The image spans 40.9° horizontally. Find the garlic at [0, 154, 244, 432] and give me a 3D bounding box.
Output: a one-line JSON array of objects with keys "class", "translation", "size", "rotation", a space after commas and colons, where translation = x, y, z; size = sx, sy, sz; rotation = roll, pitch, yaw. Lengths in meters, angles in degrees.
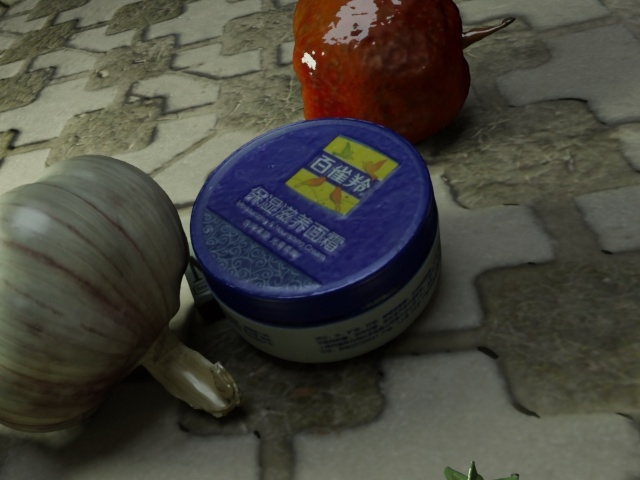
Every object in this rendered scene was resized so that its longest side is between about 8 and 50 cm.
[{"class": "garlic", "translation": [-0.169, 0.068, 0.718], "size": [0.253, 0.245, 0.245], "rotation": [28, 48, 7]}]

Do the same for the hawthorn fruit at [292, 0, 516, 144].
[{"class": "hawthorn fruit", "translation": [0.095, -0.200, 0.938], "size": [0.243, 0.207, 0.207], "rotation": [-12, 33, 7]}]

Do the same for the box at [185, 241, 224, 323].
[{"class": "box", "translation": [-0.054, 0.005, 0.859], "size": [0.178, 0.035, 0.115], "rotation": [-27, 32, -6]}]

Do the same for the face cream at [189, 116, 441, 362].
[{"class": "face cream", "translation": [0.000, 0.000, 0.736], "size": [0.206, 0.111, 0.205], "rotation": [-8, 50, 9]}]

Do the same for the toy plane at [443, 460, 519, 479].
[{"class": "toy plane", "translation": [0.083, 0.181, 0.515], "size": [0.102, 0.040, 0.111], "rotation": [-3, 38, 31]}]
